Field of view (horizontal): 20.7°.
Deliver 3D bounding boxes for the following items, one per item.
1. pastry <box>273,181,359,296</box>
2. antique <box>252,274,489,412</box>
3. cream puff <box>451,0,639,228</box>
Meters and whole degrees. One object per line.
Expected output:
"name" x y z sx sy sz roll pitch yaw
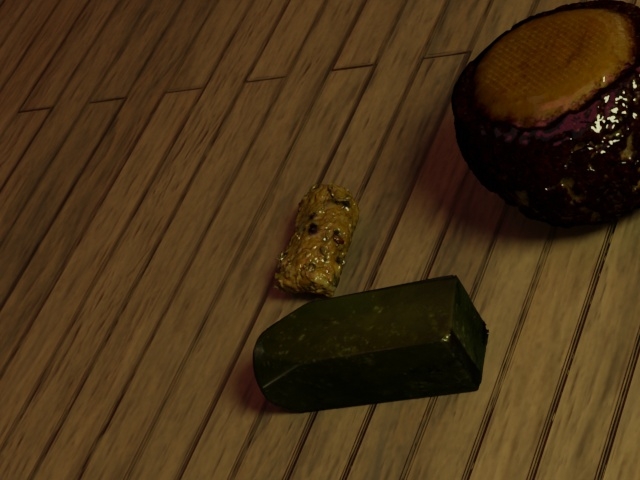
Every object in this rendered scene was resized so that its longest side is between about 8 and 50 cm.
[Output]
"pastry" 0.000 0.000 1.823 0.080 0.056 0.140 -9 47 39
"antique" 0.040 0.103 1.649 0.221 0.080 0.081 -11 42 25
"cream puff" 0.248 -0.117 1.685 0.239 0.165 0.239 -20 37 16
